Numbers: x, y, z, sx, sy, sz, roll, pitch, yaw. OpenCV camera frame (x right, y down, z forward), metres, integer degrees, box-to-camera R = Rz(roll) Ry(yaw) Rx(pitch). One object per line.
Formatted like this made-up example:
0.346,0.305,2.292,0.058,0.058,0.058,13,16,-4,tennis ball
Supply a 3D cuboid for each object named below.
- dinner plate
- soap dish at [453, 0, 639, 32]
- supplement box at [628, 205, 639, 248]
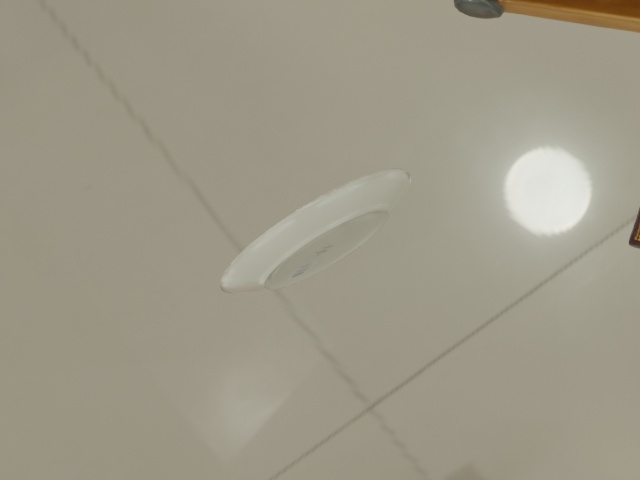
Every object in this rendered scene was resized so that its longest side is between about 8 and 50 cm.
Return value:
0.000,0.000,1.136,0.141,0.141,0.017,-36,76,22,dinner plate
0.141,-0.159,0.697,0.291,0.229,0.118,13,79,29,soap dish
0.388,-0.022,1.713,0.081,0.188,0.104,13,94,-24,supplement box
